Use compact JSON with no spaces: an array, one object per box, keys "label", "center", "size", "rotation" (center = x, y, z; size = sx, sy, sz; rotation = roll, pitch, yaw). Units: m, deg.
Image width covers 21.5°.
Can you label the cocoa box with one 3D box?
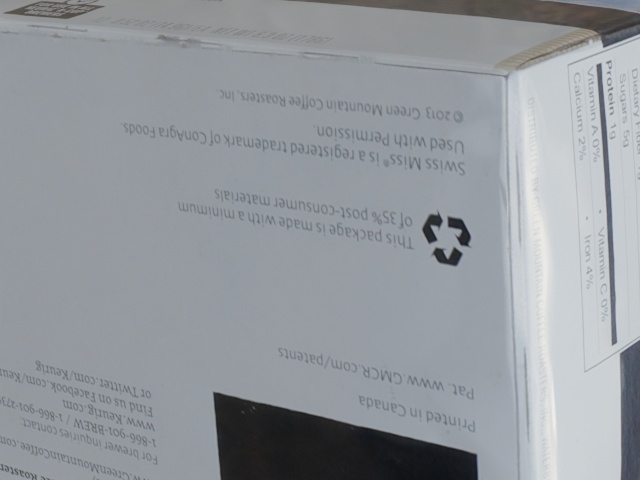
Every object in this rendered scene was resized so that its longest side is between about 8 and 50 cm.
[{"label":"cocoa box","center":[0.000,0.000,0.731],"size":[0.228,0.347,0.231],"rotation":[-24,117,-48]}]
